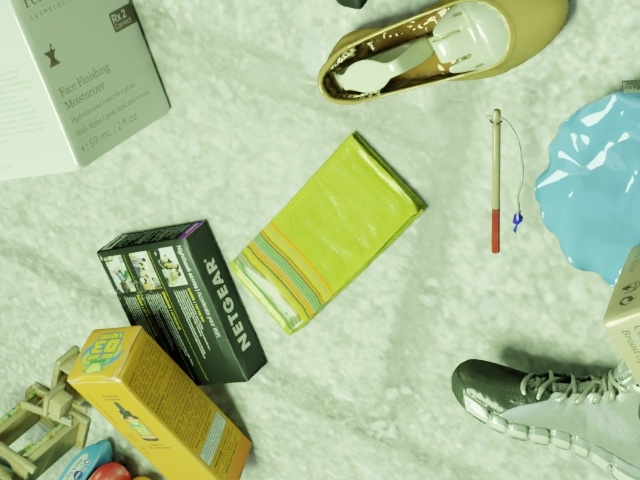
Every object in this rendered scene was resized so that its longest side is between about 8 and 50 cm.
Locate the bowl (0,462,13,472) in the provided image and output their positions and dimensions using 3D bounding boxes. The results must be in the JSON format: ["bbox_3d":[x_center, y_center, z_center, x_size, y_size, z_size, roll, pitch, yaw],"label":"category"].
[{"bbox_3d":[-0.483,0.415,1.705,0.312,0.163,0.311,17,126,25],"label":"bowl"}]

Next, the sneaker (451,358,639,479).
[{"bbox_3d":[0.240,0.127,1.115,0.229,0.086,0.132,22,123,9],"label":"sneaker"}]

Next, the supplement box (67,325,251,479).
[{"bbox_3d":[-0.171,0.190,1.363,0.078,0.080,0.233,-6,139,33],"label":"supplement box"}]

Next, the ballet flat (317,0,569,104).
[{"bbox_3d":[0.096,-0.156,1.036,0.232,0.073,0.080,-15,108,38],"label":"ballet flat"}]

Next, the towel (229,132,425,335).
[{"bbox_3d":[0.000,0.000,1.229,0.102,0.021,0.237,45,132,1],"label":"towel"}]

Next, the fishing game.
[{"bbox_3d":[0.266,-0.042,1.016,0.264,0.041,0.189,7,121,21],"label":"fishing game"}]

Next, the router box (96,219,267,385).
[{"bbox_3d":[-0.151,0.074,1.356,0.133,0.046,0.179,-8,113,36],"label":"router box"}]

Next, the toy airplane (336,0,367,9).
[{"bbox_3d":[0.003,-0.371,0.838,0.386,0.272,0.384,34,154,-32],"label":"toy airplane"}]

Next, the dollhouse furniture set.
[{"bbox_3d":[-0.370,0.224,1.501,0.101,0.182,0.161,31,130,15],"label":"dollhouse furniture set"}]

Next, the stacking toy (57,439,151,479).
[{"bbox_3d":[-0.182,0.380,1.509,0.302,0.175,0.165,18,128,10],"label":"stacking toy"}]

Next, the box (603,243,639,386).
[{"bbox_3d":[0.385,0.039,0.908,0.311,0.121,0.148,-25,106,36],"label":"box"}]

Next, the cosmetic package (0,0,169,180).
[{"bbox_3d":[-0.274,-0.173,1.219,0.151,0.151,0.183,-4,116,35],"label":"cosmetic package"}]
